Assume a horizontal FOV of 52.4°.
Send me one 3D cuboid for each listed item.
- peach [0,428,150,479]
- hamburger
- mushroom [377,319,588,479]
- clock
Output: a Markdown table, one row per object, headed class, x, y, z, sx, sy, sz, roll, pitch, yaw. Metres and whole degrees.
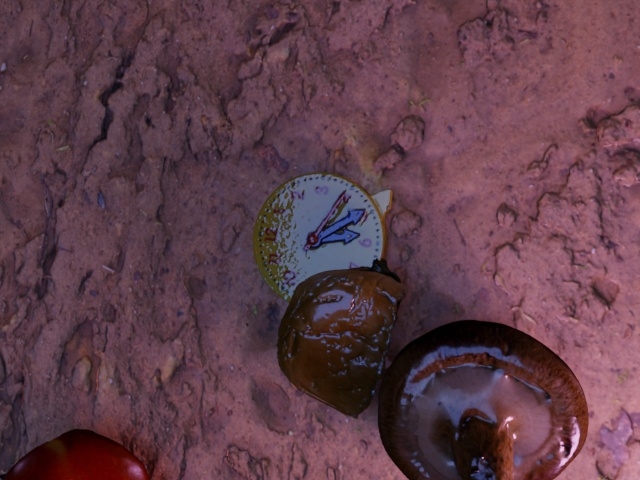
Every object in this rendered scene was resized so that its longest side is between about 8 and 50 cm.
| class | x | y | z | sx | sy | sz | roll | pitch | yaw |
| --- | --- | --- | --- | --- | --- | --- | --- | --- | --- |
| peach | -0.456 | 0.525 | 1.304 | 0.361 | 0.257 | 0.201 | 39 | 98 | 23 |
| hamburger | 0.030 | 0.171 | 1.222 | 0.211 | 0.132 | 0.309 | 20 | 103 | 5 |
| mushroom | 0.269 | 0.298 | 1.132 | 0.344 | 0.239 | 0.345 | 2 | 79 | -10 |
| clock | -0.003 | 0.000 | 1.306 | 0.293 | 0.071 | 0.277 | -2 | 85 | 17 |
